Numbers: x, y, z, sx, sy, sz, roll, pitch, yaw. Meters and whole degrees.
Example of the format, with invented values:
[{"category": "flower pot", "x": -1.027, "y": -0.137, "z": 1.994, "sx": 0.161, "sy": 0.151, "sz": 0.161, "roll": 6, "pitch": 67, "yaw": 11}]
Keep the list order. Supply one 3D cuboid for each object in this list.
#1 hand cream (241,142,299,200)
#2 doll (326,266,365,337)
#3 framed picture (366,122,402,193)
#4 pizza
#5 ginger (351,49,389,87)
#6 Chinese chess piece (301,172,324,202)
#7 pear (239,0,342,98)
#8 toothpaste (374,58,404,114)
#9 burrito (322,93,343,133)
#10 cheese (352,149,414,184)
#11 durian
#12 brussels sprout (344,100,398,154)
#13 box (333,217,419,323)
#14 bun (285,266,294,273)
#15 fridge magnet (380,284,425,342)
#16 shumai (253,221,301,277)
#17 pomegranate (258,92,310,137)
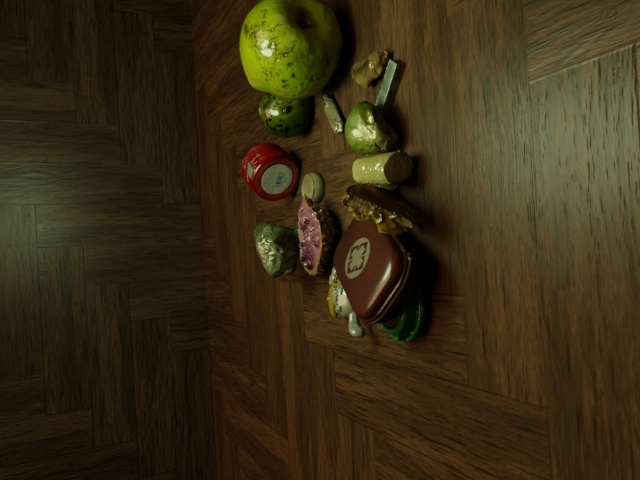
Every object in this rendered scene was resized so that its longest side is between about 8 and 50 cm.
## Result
[{"category": "hand cream", "x": -0.211, "y": -0.291, "z": 2.288, "sx": 0.149, "sy": 0.230, "sz": 0.230, "roll": 47, "pitch": 133, "yaw": 46}, {"category": "doll", "x": 0.095, "y": 0.192, "z": 1.875, "sx": 0.237, "sy": 0.111, "sz": 0.252, "roll": 11, "pitch": 94, "yaw": 60}, {"category": "framed picture", "x": 0.212, "y": -0.251, "z": 1.711, "sx": 0.150, "sy": 0.015, "sz": 0.203, "roll": -54, "pitch": 46, "yaw": 49}, {"category": "pizza", "x": 0.179, "y": -0.085, "z": 1.544, "sx": 0.223, "sy": 0.323, "sz": 0.089, "roll": 34, "pitch": 111, "yaw": 18}, {"category": "ginger", "x": 0.155, "y": -0.553, "z": 1.734, "sx": 0.190, "sy": 0.069, "sz": 0.095, "roll": -14, "pitch": 55, "yaw": 62}, {"category": "Chinese chess piece", "x": -0.030, "y": -0.210, "z": 2.137, "sx": 0.122, "sy": 0.051, "sz": 0.122, "roll": 11, "pitch": 102, "yaw": 64}, {"category": "pear", "x": -0.109, "y": -0.680, "z": 1.921, "sx": 0.391, "sy": 0.391, "sz": 0.391, "roll": 11, "pitch": 102, "yaw": 61}, {"category": "toothpaste", "x": 0.213, "y": -0.477, "z": 1.666, "sx": 0.046, "sy": 0.034, "sz": 0.164, "roll": 55, "pitch": 138, "yaw": 45}, {"category": "burrito", "x": 0.046, "y": -0.462, "z": 1.972, "sx": 0.058, "sy": 0.045, "sz": 0.188, "roll": 114, "pitch": 141, "yaw": -52}, {"category": "cheese", "x": 0.185, "y": -0.219, "z": 1.616, "sx": 0.167, "sy": 0.123, "sz": 0.093, "roll": 11, "pitch": 126, "yaw": 59}, {"category": "durian", "x": -0.001, "y": 0.001, "z": 2.051, "sx": 0.191, "sy": 0.112, "sz": 0.341, "roll": 31, "pitch": 128, "yaw": 47}, {"category": "brussels sprout", "x": 0.151, "y": -0.340, "z": 1.671, "sx": 0.145, "sy": 0.131, "sz": 0.183, "roll": -42, "pitch": 67, "yaw": 36}, {"category": "box", "x": 0.157, "y": 0.070, "z": 1.634, "sx": 0.263, "sy": 0.108, "sz": 0.404, "roll": -59, "pitch": 25, "yaw": 19}, {"category": "bun", "x": -0.161, "y": 0.095, "z": 2.392, "sx": 0.115, "sy": 0.069, "sz": 0.115, "roll": 6, "pitch": 97, "yaw": 63}, {"category": "fridge magnet", "x": 0.241, "y": 0.205, "z": 1.622, "sx": 0.208, "sy": 0.088, "sz": 0.208, "roll": -178, "pitch": 90, "yaw": -66}, {"category": "shumai", "x": -0.143, "y": 0.016, "z": 2.154, "sx": 0.260, "sy": 0.222, "sz": 0.225, "roll": -96, "pitch": -15, "yaw": -65}, {"category": "pomegranate", "x": -0.144, "y": -0.520, "z": 2.181, "sx": 0.263, "sy": 0.211, "sz": 0.211, "roll": -115, "pitch": 25, "yaw": -82}]
